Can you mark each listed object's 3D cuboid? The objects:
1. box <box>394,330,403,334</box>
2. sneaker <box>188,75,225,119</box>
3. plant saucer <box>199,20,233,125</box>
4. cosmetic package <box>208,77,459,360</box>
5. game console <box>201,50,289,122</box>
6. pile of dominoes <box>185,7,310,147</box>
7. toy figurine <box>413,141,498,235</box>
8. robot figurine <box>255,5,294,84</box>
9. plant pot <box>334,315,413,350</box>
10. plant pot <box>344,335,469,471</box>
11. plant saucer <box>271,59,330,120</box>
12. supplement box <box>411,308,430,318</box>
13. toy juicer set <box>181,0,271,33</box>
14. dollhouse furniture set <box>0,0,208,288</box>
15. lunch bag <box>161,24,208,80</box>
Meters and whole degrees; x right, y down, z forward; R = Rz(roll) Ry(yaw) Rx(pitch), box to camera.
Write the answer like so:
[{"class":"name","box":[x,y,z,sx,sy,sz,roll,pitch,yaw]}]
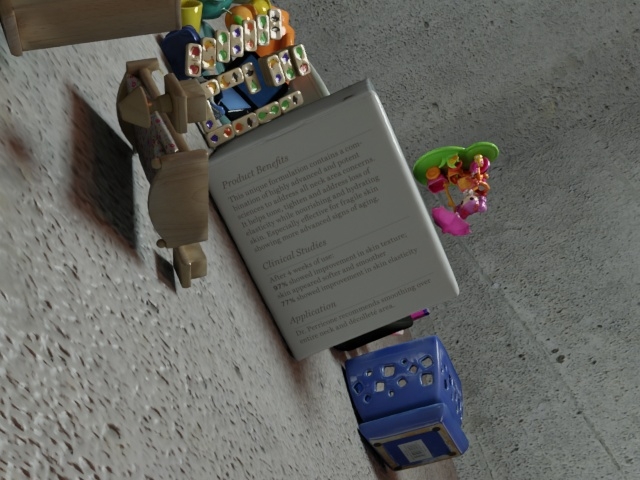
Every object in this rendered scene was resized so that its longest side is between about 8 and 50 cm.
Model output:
[{"class":"box","box":[0.135,0.116,1.887,0.128,0.122,0.257,165,-75,-73]},{"class":"sneaker","box":[-0.217,-0.285,1.413,0.052,0.058,0.135,45,23,-67]},{"class":"plant saucer","box":[-0.222,-0.368,1.652,0.317,0.043,0.317,-23,90,-80]},{"class":"cosmetic package","box":[0.027,-0.056,1.389,0.327,0.329,0.394,-81,148,-73]},{"class":"game console","box":[-0.159,-0.313,1.465,0.144,0.085,0.124,47,37,20]},{"class":"pile of dominoes","box":[-0.133,-0.312,1.379,0.040,0.251,0.196,13,-52,51]},{"class":"toy figurine","box":[0.270,-0.086,1.396,0.130,0.173,0.159,40,38,-48]},{"class":"robot figurine","box":[-0.128,-0.424,1.682,0.128,0.158,0.219,19,76,-80]},{"class":"plant pot","box":[0.082,0.158,1.717,0.188,0.187,0.167,68,21,6]},{"class":"plant pot","box":[0.206,0.387,1.679,0.212,0.236,0.236,-95,160,-44]},{"class":"plant saucer","box":[-0.049,-0.298,1.849,0.400,0.100,0.400,58,-10,16]},{"class":"supplement box","box":[0.180,0.191,2.028,0.114,0.220,0.111,37,32,-75]},{"class":"toy juicer set","box":[-0.211,-0.527,1.571,0.329,0.209,0.089,-99,-170,-57]},{"class":"dollhouse furniture set","box":[-0.264,-0.151,0.866,0.355,0.174,0.303,99,-31,-44]},{"class":"lunch bag","box":[-0.247,-0.350,1.367,0.065,0.067,0.098,-93,160,-64]}]
